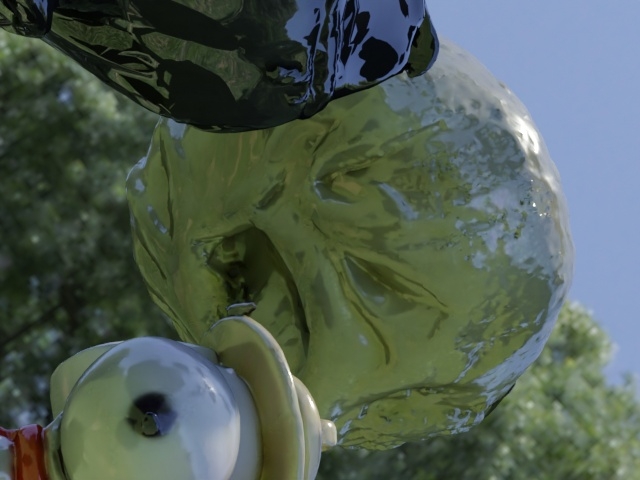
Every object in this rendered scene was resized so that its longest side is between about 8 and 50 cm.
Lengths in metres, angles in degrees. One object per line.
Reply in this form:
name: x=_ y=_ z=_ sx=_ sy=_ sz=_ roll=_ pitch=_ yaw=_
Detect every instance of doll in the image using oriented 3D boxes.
doll: x=-0.143 y=0.106 z=0.811 sx=0.208 sy=0.271 sz=0.144 roll=42 pitch=39 yaw=-68

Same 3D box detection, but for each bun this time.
bun: x=0.000 y=0.000 z=1.137 sx=0.360 sy=0.211 sz=0.360 roll=17 pitch=-67 yaw=44

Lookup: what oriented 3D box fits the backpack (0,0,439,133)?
backpack: x=-0.087 y=-0.212 z=0.576 sx=0.363 sy=0.255 sz=0.446 roll=47 pitch=-11 yaw=23
